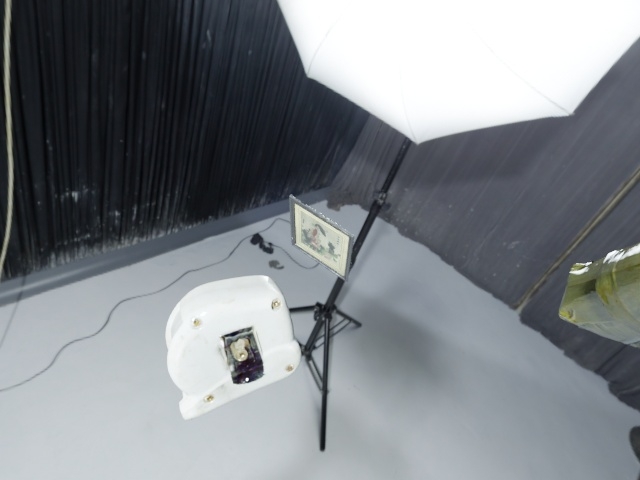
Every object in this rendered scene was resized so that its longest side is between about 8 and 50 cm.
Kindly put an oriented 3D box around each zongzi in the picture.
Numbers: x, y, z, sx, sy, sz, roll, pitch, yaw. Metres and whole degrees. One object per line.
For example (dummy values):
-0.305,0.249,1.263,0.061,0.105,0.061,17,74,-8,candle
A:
0.486,0.090,0.488,0.274,0.251,0.125,22,78,11,zongzi

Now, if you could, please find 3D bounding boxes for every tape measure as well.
-0.178,0.209,0.804,0.258,0.265,0.130,-18,30,-13,tape measure

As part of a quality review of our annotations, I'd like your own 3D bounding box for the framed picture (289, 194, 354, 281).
0.000,0.000,1.013,0.199,0.195,0.010,33,58,21,framed picture
